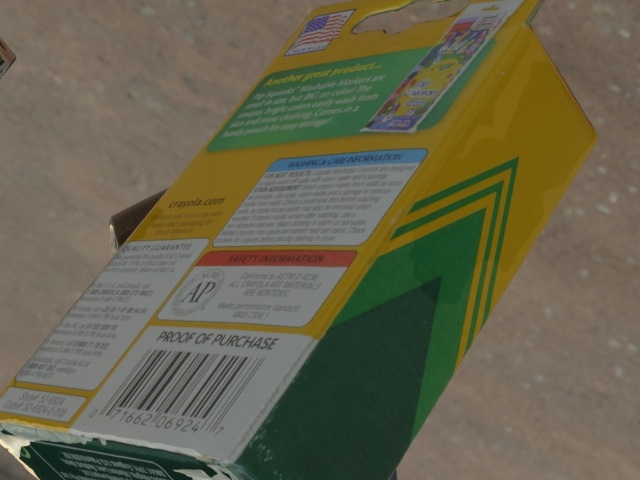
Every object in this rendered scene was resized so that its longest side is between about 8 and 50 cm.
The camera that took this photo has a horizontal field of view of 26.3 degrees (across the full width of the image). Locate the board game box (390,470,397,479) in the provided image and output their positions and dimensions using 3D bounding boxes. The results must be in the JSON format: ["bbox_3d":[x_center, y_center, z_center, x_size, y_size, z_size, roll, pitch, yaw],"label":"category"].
[{"bbox_3d":[0.019,0.257,1.052,0.042,0.243,0.165,9,138,-12],"label":"board game box"}]

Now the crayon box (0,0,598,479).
[{"bbox_3d":[0.000,0.000,0.696,0.203,0.323,0.083,-1,136,48],"label":"crayon box"}]

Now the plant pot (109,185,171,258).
[{"bbox_3d":[-0.057,0.018,1.156,0.230,0.215,0.215,-8,157,-11],"label":"plant pot"}]

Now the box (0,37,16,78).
[{"bbox_3d":[-0.308,-0.112,0.988,0.036,0.207,0.114,-17,123,32],"label":"box"}]
